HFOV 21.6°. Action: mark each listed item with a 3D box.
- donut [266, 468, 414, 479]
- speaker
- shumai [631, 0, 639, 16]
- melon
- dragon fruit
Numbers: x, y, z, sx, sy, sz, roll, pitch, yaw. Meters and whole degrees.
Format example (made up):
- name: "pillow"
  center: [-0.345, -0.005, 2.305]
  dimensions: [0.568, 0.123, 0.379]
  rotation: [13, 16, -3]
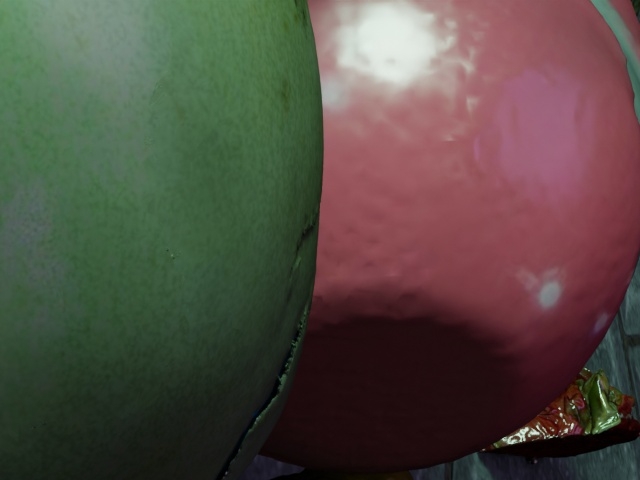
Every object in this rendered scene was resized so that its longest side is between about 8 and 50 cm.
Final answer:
- name: "donut"
  center: [0.013, 0.241, 0.858]
  dimensions: [0.208, 0.128, 0.261]
  rotation: [-25, 101, -66]
- name: "speaker"
  center: [0.027, -0.036, 0.812]
  dimensions: [0.294, 0.294, 0.294]
  rotation: [39, 45, -53]
- name: "shumai"
  center: [0.159, -0.246, 1.423]
  dimensions: [0.272, 0.203, 0.222]
  rotation: [-61, 146, -5]
- name: "melon"
  center: [-0.130, -0.029, 0.530]
  dimensions: [0.268, 0.268, 0.330]
  rotation: [-59, 148, -56]
- name: "dragon fruit"
  center: [0.193, 0.126, 1.316]
  dimensions: [0.162, 0.106, 0.083]
  rotation: [24, 57, -57]
